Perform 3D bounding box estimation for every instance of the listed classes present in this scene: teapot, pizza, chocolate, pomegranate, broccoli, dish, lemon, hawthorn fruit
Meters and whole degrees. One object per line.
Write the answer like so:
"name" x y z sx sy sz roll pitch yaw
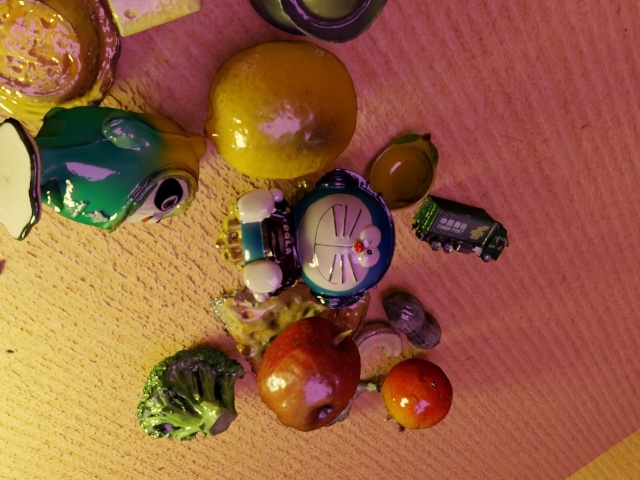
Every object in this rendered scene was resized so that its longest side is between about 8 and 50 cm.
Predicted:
"teapot" -0.029 -0.448 0.816 0.305 0.285 0.223 32 106 -33
"pizza" -0.037 0.247 1.383 0.391 0.080 0.435 -24 128 -3
"chocolate" 0.262 0.225 1.458 0.110 0.110 0.248 -41 130 9
"pomegranate" 0.283 0.467 1.556 0.210 0.210 0.235 14 115 -26
"broccoli" -0.318 0.396 1.296 0.262 0.241 0.269 -59 145 -4
"dish" 0.198 -0.148 1.196 0.208 0.148 0.080 -54 160 9
"lemon" -0.072 -0.238 0.958 0.283 0.261 0.261 -18 126 2
"hawthorn fruit" -0.026 0.313 1.242 0.258 0.258 0.262 30 80 -32

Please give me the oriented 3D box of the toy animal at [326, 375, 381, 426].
"toy animal" 0.080 0.495 1.588 0.175 0.073 0.217 9 123 -41

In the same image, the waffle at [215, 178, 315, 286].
"waffle" -0.095 -0.017 1.170 0.290 0.051 0.291 -10 124 -16

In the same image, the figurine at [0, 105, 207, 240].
"figurine" -0.369 -0.128 0.910 0.323 0.232 0.340 -30 171 38

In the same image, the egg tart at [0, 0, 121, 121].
"egg tart" -0.472 -0.320 0.853 0.288 0.118 0.288 -11 128 -15

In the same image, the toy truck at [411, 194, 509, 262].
"toy truck" 0.368 -0.026 1.347 0.258 0.088 0.121 12 116 -24

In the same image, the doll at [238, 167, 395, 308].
"doll" 0.000 0.000 1.053 0.309 0.240 0.285 -5 96 -5

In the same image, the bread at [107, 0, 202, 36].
"bread" -0.280 -0.385 0.782 0.178 0.266 0.142 12 112 -26

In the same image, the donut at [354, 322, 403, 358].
"donut" 0.161 0.282 1.482 0.165 0.065 0.108 3 119 -20
